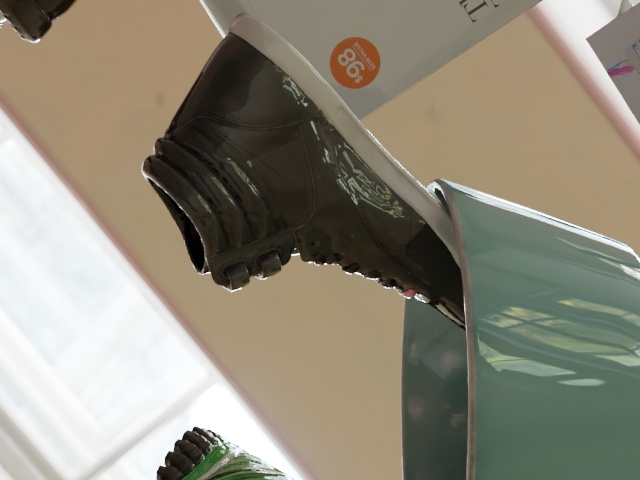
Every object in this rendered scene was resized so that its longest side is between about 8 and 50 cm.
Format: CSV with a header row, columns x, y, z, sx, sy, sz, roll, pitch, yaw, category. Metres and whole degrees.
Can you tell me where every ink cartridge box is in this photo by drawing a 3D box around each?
x,y,z,sx,sy,sz,roll,pitch,yaw,category
0.368,-0.196,1.791,0.090,0.143,0.092,-34,156,15,ink cartridge box

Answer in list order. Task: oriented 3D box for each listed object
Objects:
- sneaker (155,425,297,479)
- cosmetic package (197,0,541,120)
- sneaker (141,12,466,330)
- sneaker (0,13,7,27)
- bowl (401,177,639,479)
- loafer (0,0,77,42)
x,y,z,sx,sy,sz,roll,pitch,yaw,category
-0.105,0.274,1.355,0.343,0.146,0.134,-48,152,-57,sneaker
-0.003,-0.308,1.428,0.284,0.377,0.097,-34,-167,-1,cosmetic package
0.000,0.000,1.094,0.147,0.296,0.104,-47,-161,-5,sneaker
-0.336,-0.249,1.297,0.091,0.094,0.258,-19,154,38,sneaker
0.155,0.111,1.137,0.163,0.312,0.311,0,-174,-6,bowl
-0.167,-0.193,0.924,0.078,0.080,0.220,-32,-134,3,loafer
